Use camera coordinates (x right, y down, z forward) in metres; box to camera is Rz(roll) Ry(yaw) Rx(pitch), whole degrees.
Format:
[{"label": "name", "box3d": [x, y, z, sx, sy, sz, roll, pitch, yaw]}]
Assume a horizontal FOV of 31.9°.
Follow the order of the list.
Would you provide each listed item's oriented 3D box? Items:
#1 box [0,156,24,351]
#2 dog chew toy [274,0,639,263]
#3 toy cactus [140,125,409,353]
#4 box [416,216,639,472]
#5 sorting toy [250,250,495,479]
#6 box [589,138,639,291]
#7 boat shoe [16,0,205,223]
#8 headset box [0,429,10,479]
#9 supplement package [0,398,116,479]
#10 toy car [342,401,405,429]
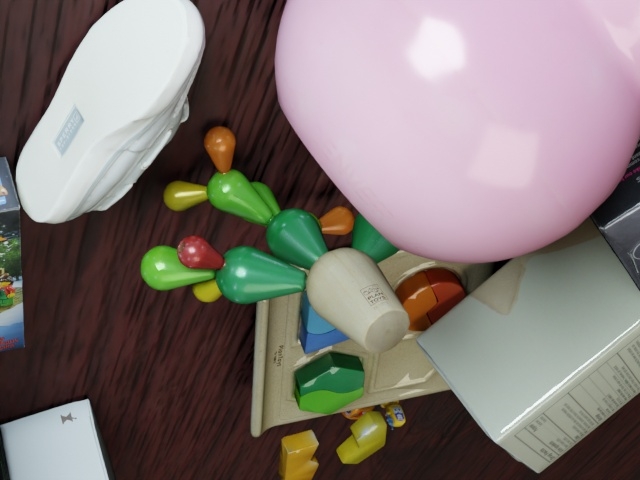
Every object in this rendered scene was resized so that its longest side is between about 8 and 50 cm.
[{"label": "box", "box3d": [-0.306, 0.032, 0.694, 0.233, 0.044, 0.159, -11, 147, -20]}, {"label": "dog chew toy", "box3d": [0.138, -0.139, 0.594, 0.332, 0.206, 0.206, -38, 147, 9]}, {"label": "toy cactus", "box3d": [0.000, 0.000, 0.735, 0.219, 0.180, 0.112, -9, 126, -31]}, {"label": "box", "box3d": [0.252, 0.048, 0.957, 0.311, 0.121, 0.148, -40, 148, 5]}, {"label": "sorting toy", "box3d": [0.046, 0.120, 1.016, 0.229, 0.041, 0.307, -13, 137, -18]}, {"label": "box", "box3d": [0.295, -0.093, 0.808, 0.247, 0.142, 0.163, -31, 148, 13]}, {"label": "boat shoe", "box3d": [-0.111, -0.072, 0.652, 0.063, 0.066, 0.184, -9, 146, -48]}, {"label": "headset box", "box3d": [-0.351, 0.179, 0.741, 0.246, 0.131, 0.283, -14, 161, -9]}, {"label": "supplement package", "box3d": [-0.250, 0.301, 0.929, 0.204, 0.262, 0.145, -16, 148, -12]}, {"label": "toy car", "box3d": [0.062, 0.166, 1.144, 0.122, 0.040, 0.060, 15, 132, -45]}]
